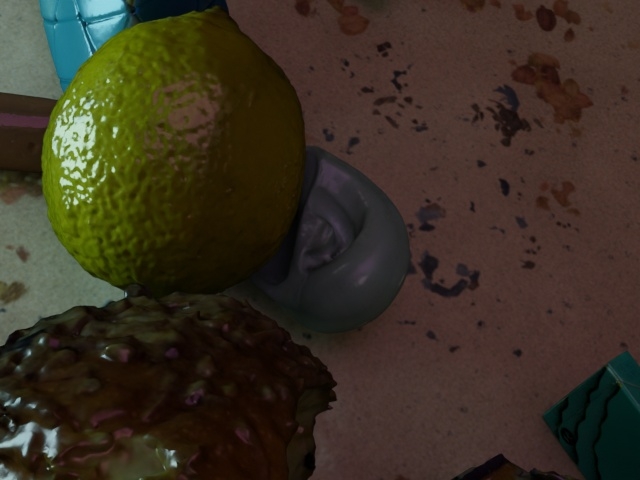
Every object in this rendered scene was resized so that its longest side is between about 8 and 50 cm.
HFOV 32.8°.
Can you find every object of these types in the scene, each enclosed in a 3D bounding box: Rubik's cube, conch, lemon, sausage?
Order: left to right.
[{"bbox_3d":[-0.396,-0.125,1.185,0.288,0.086,0.086,7,59,-12],"label":"sausage"},{"bbox_3d":[-0.227,-0.248,1.231,0.254,0.254,0.255,7,59,-13],"label":"Rubik's cube"},{"bbox_3d":[-0.149,-0.088,1.120,0.268,0.268,0.322,4,90,-15],"label":"lemon"},{"bbox_3d":[0.001,0.004,1.209,0.184,0.121,0.221,-17,60,-8],"label":"conch"}]

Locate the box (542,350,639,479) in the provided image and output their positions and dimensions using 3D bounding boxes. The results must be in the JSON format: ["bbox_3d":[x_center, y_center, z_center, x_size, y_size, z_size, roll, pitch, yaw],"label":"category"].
[{"bbox_3d":[0.346,0.244,1.150,0.042,0.161,0.226,-26,71,-28],"label":"box"}]

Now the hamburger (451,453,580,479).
[{"bbox_3d":[0.205,0.373,1.017,0.318,0.195,0.277,43,61,13],"label":"hamburger"}]

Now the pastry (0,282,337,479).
[{"bbox_3d":[-0.170,0.202,0.924,0.337,0.293,0.405,11,28,3],"label":"pastry"}]
